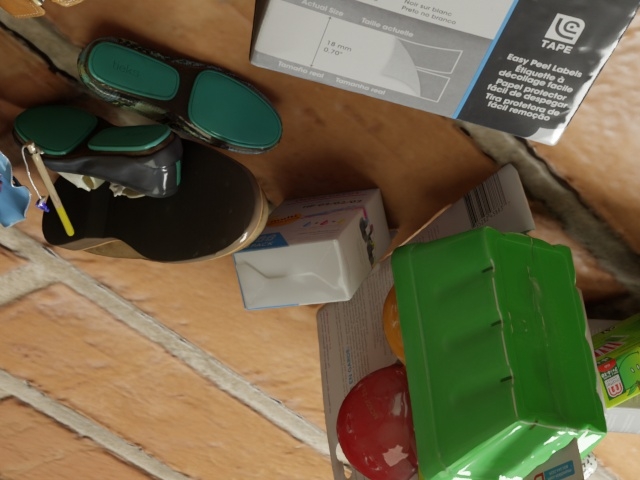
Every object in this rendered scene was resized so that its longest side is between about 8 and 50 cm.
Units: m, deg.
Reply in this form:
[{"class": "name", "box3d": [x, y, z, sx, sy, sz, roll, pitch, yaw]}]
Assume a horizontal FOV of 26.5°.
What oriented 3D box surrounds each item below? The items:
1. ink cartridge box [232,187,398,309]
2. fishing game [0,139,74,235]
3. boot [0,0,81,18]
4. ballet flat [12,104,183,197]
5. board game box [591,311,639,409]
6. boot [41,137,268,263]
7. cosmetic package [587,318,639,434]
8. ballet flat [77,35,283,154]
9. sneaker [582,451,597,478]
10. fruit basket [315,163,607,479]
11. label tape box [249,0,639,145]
[{"class": "ink cartridge box", "box3d": [0.000, 0.000, 1.276, 0.104, 0.181, 0.062, -6, 108, 20]}, {"class": "fishing game", "box3d": [-0.355, -0.069, 1.263, 0.264, 0.041, 0.189, 20, 149, 16]}, {"class": "boot", "box3d": [-0.200, -0.257, 0.951, 0.283, 0.109, 0.220, -14, 139, 32]}, {"class": "ballet flat", "box3d": [-0.196, -0.072, 1.203, 0.203, 0.074, 0.074, 12, 154, 39]}, {"class": "board game box", "box3d": [0.318, 0.100, 1.302, 0.181, 0.043, 0.092, -24, -171, -17]}, {"class": "boot", "box3d": [-0.130, -0.024, 1.256, 0.115, 0.112, 0.305, 21, 167, -38]}, {"class": "cosmetic package", "box3d": [0.245, 0.140, 1.424, 0.238, 0.107, 0.127, 6, 162, 6]}, {"class": "ballet flat", "box3d": [-0.123, -0.126, 1.183, 0.188, 0.070, 0.070, 25, 143, -19]}, {"class": "sneaker", "box3d": [0.206, 0.262, 1.465, 0.182, 0.410, 0.158, -26, 101, 12]}, {"class": "fruit basket", "box3d": [0.113, 0.148, 1.298, 0.165, 0.327, 0.353, 8, 149, -26]}, {"class": "label tape box", "box3d": [0.108, -0.234, 0.892, 0.240, 0.106, 0.334, 14, 139, -9]}]
